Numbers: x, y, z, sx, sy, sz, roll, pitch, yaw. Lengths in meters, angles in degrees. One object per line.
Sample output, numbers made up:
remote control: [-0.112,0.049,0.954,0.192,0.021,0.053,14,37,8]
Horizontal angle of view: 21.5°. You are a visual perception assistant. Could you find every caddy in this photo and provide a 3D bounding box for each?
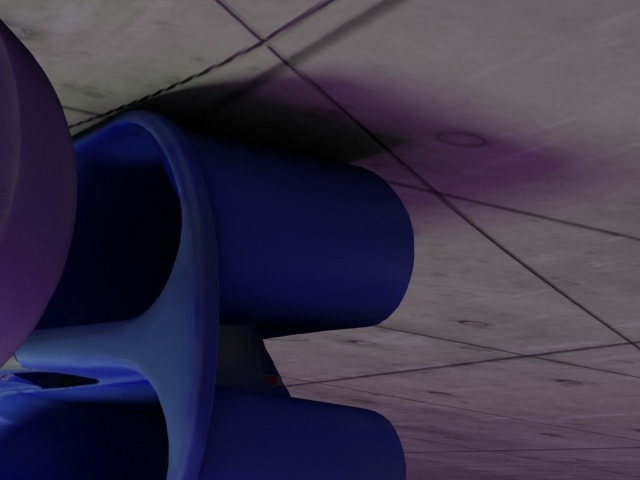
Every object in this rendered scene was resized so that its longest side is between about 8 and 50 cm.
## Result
caddy: [-0.095,0.064,0.885,0.179,0.241,0.341,6,170,-27]

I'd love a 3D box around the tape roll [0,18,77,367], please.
tape roll: [-0.191,-0.022,0.623,0.189,0.189,0.080,6,170,8]
